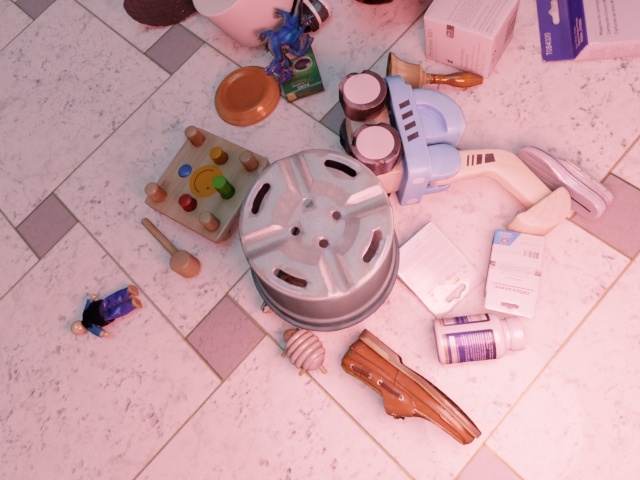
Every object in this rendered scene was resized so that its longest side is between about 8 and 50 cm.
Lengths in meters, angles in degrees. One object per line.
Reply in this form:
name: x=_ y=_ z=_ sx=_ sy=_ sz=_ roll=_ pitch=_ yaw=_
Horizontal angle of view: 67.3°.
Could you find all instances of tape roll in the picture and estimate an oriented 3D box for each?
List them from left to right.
tape roll: x=-0.219 y=-0.708 z=1.370 sx=0.246 sy=0.169 sz=0.246 roll=-7 pitch=77 yaw=31

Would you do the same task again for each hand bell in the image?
hand bell: x=0.294 y=-0.415 z=1.230 sx=0.242 sy=0.126 sz=0.126 roll=1 pitch=70 yaw=1

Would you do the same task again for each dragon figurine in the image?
dragon figurine: x=-0.074 y=-0.562 z=1.318 sx=0.144 sy=0.085 sz=0.289 roll=35 pitch=84 yaw=21

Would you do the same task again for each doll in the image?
doll: x=-0.551 y=0.188 z=1.223 sx=0.189 sy=0.046 sz=0.129 roll=-27 pitch=66 yaw=2

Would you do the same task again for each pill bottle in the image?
pill bottle: x=0.323 y=0.200 z=0.989 sx=0.169 sy=0.094 sz=0.094 roll=-8 pitch=69 yaw=10

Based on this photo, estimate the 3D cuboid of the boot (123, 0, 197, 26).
boot: x=-0.459 y=-0.824 z=1.548 sx=0.338 sy=0.118 sz=0.222 roll=-9 pitch=65 yaw=-2

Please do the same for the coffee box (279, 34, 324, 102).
coffee box: x=-0.064 y=-0.486 z=1.359 sx=0.113 sy=0.040 sz=0.184 roll=-19 pitch=67 yaw=6

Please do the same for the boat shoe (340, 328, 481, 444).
boat shoe: x=0.176 y=0.316 z=0.983 sx=0.307 sy=0.111 sz=0.104 roll=37 pitch=86 yaw=32

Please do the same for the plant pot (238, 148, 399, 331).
plant pot: x=0.000 y=0.000 z=0.927 sx=0.341 sy=0.334 sz=0.341 roll=-1 pitch=78 yaw=3

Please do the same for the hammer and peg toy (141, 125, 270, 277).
hammer and peg toy: x=-0.326 y=-0.107 z=1.233 sx=0.266 sy=0.127 sz=0.361 roll=27 pitch=78 yaw=21

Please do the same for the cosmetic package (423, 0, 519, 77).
cosmetic package: x=0.378 y=-0.541 z=1.217 sx=0.184 sy=0.151 sz=0.151 roll=28 pitch=79 yaw=22

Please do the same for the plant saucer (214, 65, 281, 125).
plant saucer: x=-0.213 y=-0.421 z=1.372 sx=0.200 sy=0.037 sz=0.200 roll=-4 pitch=69 yaw=11

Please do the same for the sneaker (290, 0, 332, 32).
sneaker: x=-0.083 y=-0.691 z=1.417 sx=0.217 sy=0.079 sz=0.121 roll=38 pitch=82 yaw=21

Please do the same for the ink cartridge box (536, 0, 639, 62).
ink cartridge box: x=0.728 y=-0.609 z=1.207 sx=0.330 sy=0.071 sz=0.324 roll=0 pitch=71 yaw=11

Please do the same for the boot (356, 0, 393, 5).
boot: x=0.089 y=-0.755 z=1.391 sx=0.305 sy=0.112 sz=0.115 roll=9 pitch=79 yaw=13

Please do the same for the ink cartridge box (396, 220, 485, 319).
ink cartridge box: x=0.257 y=0.067 z=1.093 sx=0.145 sy=0.045 sz=0.179 roll=-41 pitch=84 yaw=-4

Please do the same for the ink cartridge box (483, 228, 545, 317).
ink cartridge box: x=0.412 y=0.076 z=1.032 sx=0.104 sy=0.060 sz=0.180 roll=11 pitch=73 yaw=16

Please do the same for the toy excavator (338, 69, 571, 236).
toy excavator: x=0.287 y=-0.191 z=1.095 sx=0.445 sy=0.222 sz=0.432 roll=-10 pitch=69 yaw=0

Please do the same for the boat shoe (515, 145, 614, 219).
boat shoe: x=0.546 y=-0.139 z=1.081 sx=0.076 sy=0.083 sz=0.226 roll=-35 pitch=72 yaw=-22

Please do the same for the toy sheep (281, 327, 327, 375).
toy sheep: x=-0.033 y=0.246 z=1.062 sx=0.132 sy=0.091 sz=0.091 roll=41 pitch=83 yaw=17

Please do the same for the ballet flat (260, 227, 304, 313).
ballet flat: x=-0.063 y=0.070 z=1.138 sx=0.077 sy=0.091 sz=0.241 roll=24 pitch=80 yaw=-6
